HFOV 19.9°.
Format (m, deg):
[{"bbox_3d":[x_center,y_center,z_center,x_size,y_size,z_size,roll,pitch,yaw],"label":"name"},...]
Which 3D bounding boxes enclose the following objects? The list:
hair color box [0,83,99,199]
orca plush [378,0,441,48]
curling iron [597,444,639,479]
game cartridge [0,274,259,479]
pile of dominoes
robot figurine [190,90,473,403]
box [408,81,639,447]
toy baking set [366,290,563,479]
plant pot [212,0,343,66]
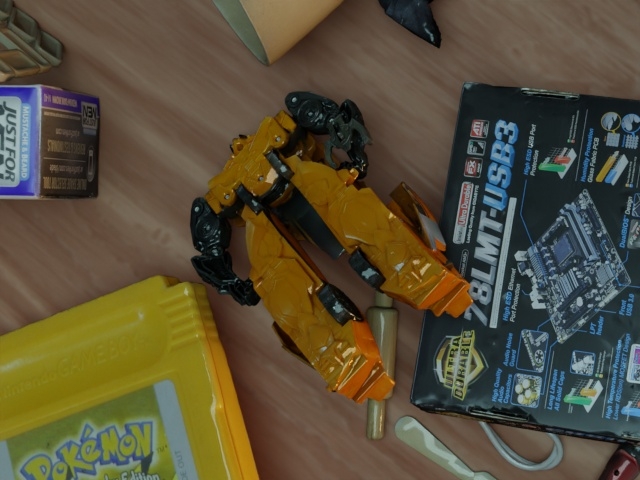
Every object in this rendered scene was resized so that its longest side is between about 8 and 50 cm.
[{"bbox_3d":[-0.390,-0.091,1.673,0.338,0.185,0.110,3,92,9],"label":"hair color box"},{"bbox_3d":[0.176,-0.296,1.619,0.102,0.151,0.287,27,93,-23],"label":"orca plush"},{"bbox_3d":[0.264,0.196,1.642,0.068,0.035,0.274,42,95,-11],"label":"curling iron"},{"bbox_3d":[-0.194,0.219,1.659,0.285,0.052,0.324,-21,78,23],"label":"game cartridge"},{"bbox_3d":[-0.352,-0.221,1.662,0.251,0.196,0.040,41,106,6],"label":"pile of dominoes"},{"bbox_3d":[0.000,0.000,1.608,0.211,0.085,0.291,-47,48,10],"label":"robot figurine"},{"bbox_3d":[0.245,0.024,1.569,0.293,0.073,0.296,7,80,18],"label":"box"},{"bbox_3d":[0.132,0.129,1.669,0.196,0.030,0.256,8,93,9],"label":"toy baking set"},{"bbox_3d":[-0.004,-0.334,1.592,0.274,0.256,0.256,-34,86,-4],"label":"plant pot"}]
